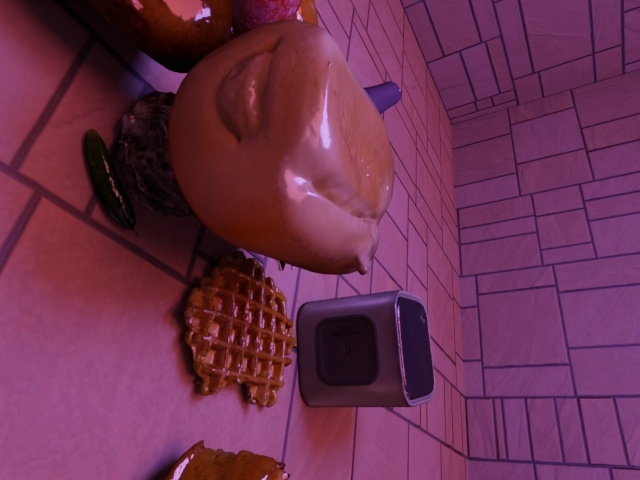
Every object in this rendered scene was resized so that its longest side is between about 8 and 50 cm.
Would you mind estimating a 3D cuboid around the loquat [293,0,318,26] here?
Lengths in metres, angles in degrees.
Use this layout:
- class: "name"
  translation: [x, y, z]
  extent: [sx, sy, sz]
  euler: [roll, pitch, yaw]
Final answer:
- class: "loquat"
  translation: [-0.093, -0.538, 1.081]
  extent: [0.187, 0.175, 0.234]
  euler: [-50, 122, -36]

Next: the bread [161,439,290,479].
- class: "bread"
  translation: [-0.141, 0.464, 0.586]
  extent: [0.179, 0.194, 0.341]
  euler: [0, 83, -68]

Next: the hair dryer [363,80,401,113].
- class: "hair dryer"
  translation: [0.104, -0.213, 1.156]
  extent: [0.301, 0.121, 0.362]
  euler: [-34, 127, -35]

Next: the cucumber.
- class: "cucumber"
  translation: [-0.307, -0.081, 0.654]
  extent: [0.039, 0.039, 0.168]
  euler: [-33, 107, -60]

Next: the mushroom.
- class: "mushroom"
  translation: [-0.293, -0.396, 0.640]
  extent: [0.346, 0.259, 0.345]
  euler: [60, 4, -7]

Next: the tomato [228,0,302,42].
- class: "tomato"
  translation: [-0.150, -0.512, 0.849]
  extent: [0.227, 0.270, 0.270]
  euler: [-50, 125, -34]

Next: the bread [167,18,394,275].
- class: "bread"
  translation: [-0.047, -0.132, 0.709]
  extent: [0.376, 0.252, 0.349]
  euler: [22, 74, -65]

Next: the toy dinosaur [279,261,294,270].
- class: "toy dinosaur"
  translation: [-0.002, 0.007, 1.018]
  extent: [0.113, 0.206, 0.327]
  euler: [44, -7, 24]

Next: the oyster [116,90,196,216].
- class: "oyster"
  translation: [-0.219, -0.161, 0.737]
  extent: [0.198, 0.112, 0.268]
  euler: [32, 52, -41]

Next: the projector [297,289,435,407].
- class: "projector"
  translation: [0.114, 0.261, 1.074]
  extent: [0.248, 0.249, 0.249]
  euler: [23, 60, -58]

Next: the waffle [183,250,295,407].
- class: "waffle"
  translation: [-0.140, 0.172, 0.844]
  extent: [0.301, 0.058, 0.282]
  euler: [58, 35, -35]
